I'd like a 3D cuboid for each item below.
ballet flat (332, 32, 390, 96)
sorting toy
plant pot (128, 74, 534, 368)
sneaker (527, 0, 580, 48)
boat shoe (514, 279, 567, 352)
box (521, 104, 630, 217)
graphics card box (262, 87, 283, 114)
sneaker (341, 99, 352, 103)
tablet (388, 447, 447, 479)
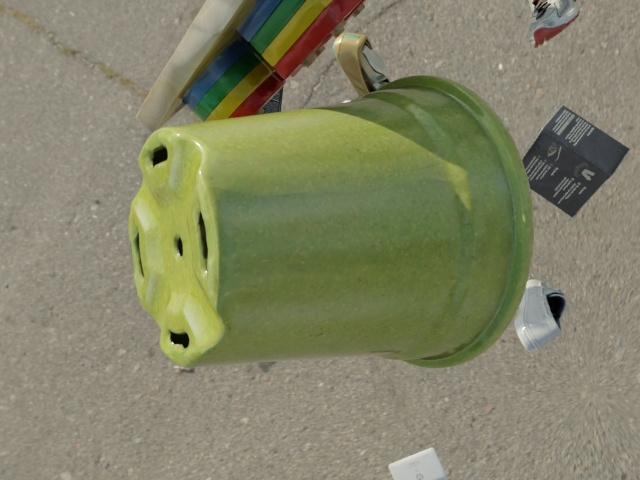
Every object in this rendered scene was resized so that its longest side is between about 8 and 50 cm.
[{"bbox_3d":[0.103,-0.289,1.176,0.073,0.232,0.080,8,64,40],"label":"ballet flat"},{"bbox_3d":[-0.030,-0.216,0.616,0.255,0.089,0.257,-32,18,52],"label":"sorting toy"},{"bbox_3d":[-0.013,-0.005,0.537,0.276,0.253,0.276,14,107,56],"label":"plant pot"},{"bbox_3d":[0.385,-0.414,1.083,0.088,0.092,0.225,-33,26,47],"label":"sneaker"},{"bbox_3d":[0.319,0.095,0.895,0.063,0.184,0.066,-29,89,28],"label":"boat shoe"},{"bbox_3d":[0.497,-0.157,1.269,0.158,0.156,0.093,39,62,13],"label":"box"},{"bbox_3d":[-0.188,-0.367,1.716,0.232,0.094,0.371,-19,64,60],"label":"graphics card box"},{"bbox_3d":[0.045,-0.191,1.023,0.070,0.134,0.051,23,131,36],"label":"sneaker"},{"bbox_3d":[0.160,0.380,1.039,0.083,0.006,0.054,-26,85,12],"label":"tablet"}]
